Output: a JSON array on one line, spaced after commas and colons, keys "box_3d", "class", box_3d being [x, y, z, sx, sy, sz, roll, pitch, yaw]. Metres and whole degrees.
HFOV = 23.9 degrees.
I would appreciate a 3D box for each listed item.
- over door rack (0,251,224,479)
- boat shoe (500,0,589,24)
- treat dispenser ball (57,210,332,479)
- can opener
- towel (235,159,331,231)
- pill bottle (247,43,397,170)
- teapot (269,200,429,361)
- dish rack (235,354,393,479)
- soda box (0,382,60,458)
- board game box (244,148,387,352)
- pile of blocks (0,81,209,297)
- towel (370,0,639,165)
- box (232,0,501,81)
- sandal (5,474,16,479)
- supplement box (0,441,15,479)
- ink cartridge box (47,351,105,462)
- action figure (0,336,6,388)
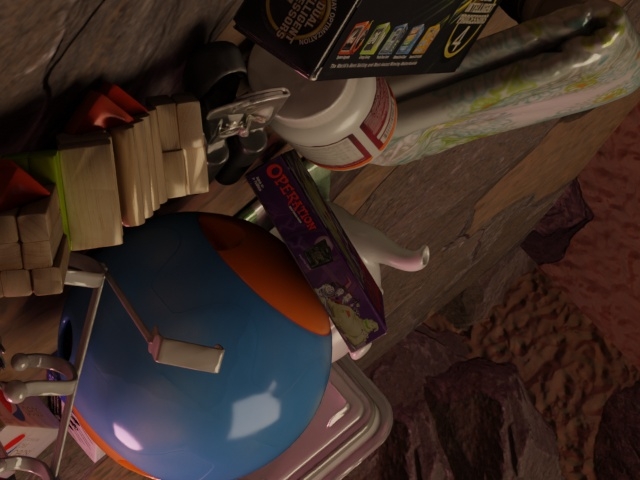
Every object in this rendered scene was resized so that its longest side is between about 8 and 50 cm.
[{"box_3d": [-0.217, 0.152, 1.343, 0.108, 0.324, 0.239, 9, 99, -31], "class": "over door rack"}, {"box_3d": [0.357, -0.391, 1.896, 0.324, 0.097, 0.116, -44, 138, 1], "class": "boat shoe"}, {"box_3d": [-0.131, 0.112, 1.586, 0.288, 0.288, 0.288, -41, 169, -10], "class": "treat dispenser ball"}, {"box_3d": [-0.094, -0.117, 1.425, 0.076, 0.095, 0.283, -18, 175, -15], "class": "can opener"}, {"box_3d": [-0.111, 0.026, 1.990, 0.325, 0.038, 0.248, -41, 168, -10], "class": "towel"}, {"box_3d": [0.002, -0.146, 1.508, 0.121, 0.121, 0.221, -43, 166, 3], "class": "pill bottle"}, {"box_3d": [-0.010, 0.088, 2.001, 0.252, 0.187, 0.256, -38, 168, -24], "class": "teapot"}, {"box_3d": [-0.093, 0.223, 2.118, 0.285, 0.333, 0.072, -40, 146, -4], "class": "dish rack"}, {"box_3d": [-0.362, 0.206, 1.695, 0.069, 0.074, 0.216, -43, 169, 0], "class": "soda box"}, {"box_3d": [0.000, 0.000, 1.635, 0.056, 0.208, 0.347, -27, -176, 3], "class": "board game box"}, {"box_3d": [-0.209, -0.061, 1.220, 0.362, 0.149, 0.112, -41, 130, -62], "class": "pile of blocks"}, {"box_3d": [0.213, -0.182, 1.857, 0.374, 0.090, 0.320, -19, 175, 16], "class": "towel"}, {"box_3d": [0.111, -0.294, 1.305, 0.318, 0.097, 0.395, -59, 164, 17], "class": "box"}, {"box_3d": [-0.475, 0.397, 2.011, 0.167, 0.107, 0.446, -34, 153, -34], "class": "sandal"}, {"box_3d": [-0.440, 0.261, 1.505, 0.239, 0.073, 0.130, -34, 161, 3], "class": "supplement box"}, {"box_3d": [-0.291, 0.201, 1.866, 0.046, 0.097, 0.207, -38, 169, -21], "class": "ink cartridge box"}, {"box_3d": [-0.392, 0.171, 1.302, 0.276, 0.141, 0.164, -38, 179, -31], "class": "action figure"}]
